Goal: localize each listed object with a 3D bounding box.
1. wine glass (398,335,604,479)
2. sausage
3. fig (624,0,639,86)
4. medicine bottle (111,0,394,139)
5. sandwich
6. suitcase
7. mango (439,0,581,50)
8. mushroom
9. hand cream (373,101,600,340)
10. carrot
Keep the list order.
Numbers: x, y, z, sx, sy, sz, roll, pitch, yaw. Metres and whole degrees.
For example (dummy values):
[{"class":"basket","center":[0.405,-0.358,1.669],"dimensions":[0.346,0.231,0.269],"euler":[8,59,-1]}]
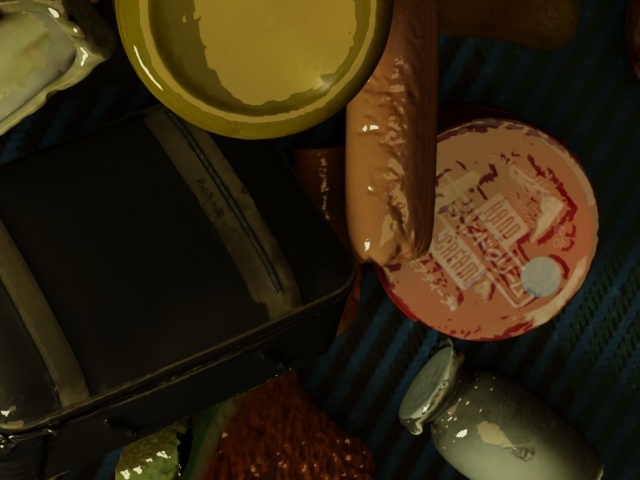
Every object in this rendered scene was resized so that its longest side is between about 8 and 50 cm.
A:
[{"class":"wine glass","center":[0.184,0.198,1.896],"dimensions":[0.204,0.111,0.111],"euler":[35,97,-12]},{"class":"sausage","center":[0.066,-0.119,1.692],"dimensions":[0.086,0.086,0.289],"euler":[1,87,-8]},{"class":"fig","center":[0.376,-0.268,1.806],"dimensions":[0.170,0.145,0.274],"euler":[-6,91,-8]},{"class":"medicine bottle","center":[-0.072,-0.227,1.619],"dimensions":[0.224,0.384,0.224],"euler":[-2,103,-7]},{"class":"sandwich","center":[-0.070,0.236,1.859],"dimensions":[0.162,0.250,0.301],"euler":[-20,123,42]},{"class":"suitcase","center":[-0.193,0.037,1.680],"dimensions":[0.434,0.194,0.283],"euler":[-22,64,-23]},{"class":"mango","center":[0.155,-0.257,1.792],"dimensions":[0.227,0.099,0.136],"euler":[21,96,-19]},{"class":"mushroom","center":[-0.355,-0.182,1.669],"dimensions":[0.292,0.212,0.217],"euler":[-33,115,16]},{"class":"hand cream","center":[0.152,-0.023,1.822],"dimensions":[0.230,0.149,0.230],"euler":[-1,104,-4]},{"class":"carrot","center":[0.000,0.000,1.840],"dimensions":[0.087,0.087,0.193],"euler":[-3,105,-7]}]
